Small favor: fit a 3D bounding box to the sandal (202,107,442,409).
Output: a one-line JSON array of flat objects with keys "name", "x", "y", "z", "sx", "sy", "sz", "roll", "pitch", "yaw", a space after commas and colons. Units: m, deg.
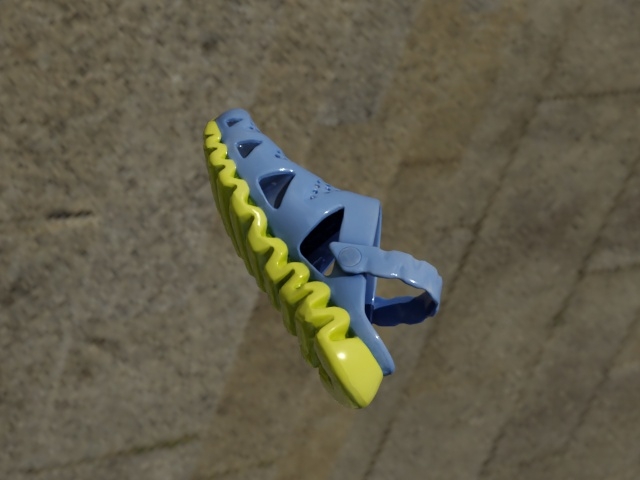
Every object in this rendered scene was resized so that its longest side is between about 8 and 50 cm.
[{"name": "sandal", "x": 0.000, "y": 0.000, "z": 1.425, "sx": 0.138, "sy": 0.317, "sz": 0.126, "roll": -30, "pitch": 157, "yaw": -10}]
